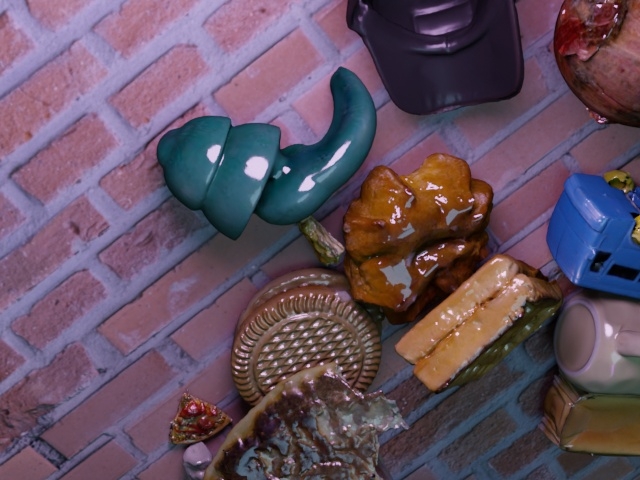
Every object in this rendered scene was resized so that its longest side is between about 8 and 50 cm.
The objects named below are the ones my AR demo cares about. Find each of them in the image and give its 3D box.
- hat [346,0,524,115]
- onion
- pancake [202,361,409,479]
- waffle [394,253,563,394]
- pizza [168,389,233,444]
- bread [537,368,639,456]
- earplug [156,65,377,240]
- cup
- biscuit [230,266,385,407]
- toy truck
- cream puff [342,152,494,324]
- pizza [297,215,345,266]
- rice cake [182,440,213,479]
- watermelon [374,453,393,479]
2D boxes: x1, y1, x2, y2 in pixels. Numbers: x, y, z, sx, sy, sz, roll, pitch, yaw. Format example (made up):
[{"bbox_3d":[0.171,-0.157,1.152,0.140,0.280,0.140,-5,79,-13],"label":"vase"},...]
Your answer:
[{"bbox_3d":[0.155,-0.338,1.328,0.238,0.209,0.336,-10,139,13],"label":"hat"},{"bbox_3d":[0.471,-0.299,1.319,0.353,0.354,0.354,-6,118,-12],"label":"onion"},{"bbox_3d":[-0.031,0.389,1.533,0.304,0.067,0.427,7,92,6],"label":"pancake"},{"bbox_3d":[0.250,0.125,1.510,0.224,0.098,0.327,-43,164,12],"label":"waffle"},{"bbox_3d":[-0.206,0.299,1.610,0.100,0.029,0.099,39,103,-28],"label":"pizza"},{"bbox_3d":[0.510,0.298,1.757,0.241,0.107,0.136,5,116,-18],"label":"bread"},{"bbox_3d":[-0.077,-0.121,1.357,0.280,0.164,0.257,13,106,-9],"label":"earplug"},{"bbox_3d":[0.515,0.185,1.615,0.202,0.255,0.173,8,109,-19],"label":"cup"},{"bbox_3d":[-0.018,0.165,1.563,0.259,0.079,0.259,-5,118,-11],"label":"biscuit"},{"bbox_3d":[0.547,0.008,1.593,0.384,0.161,0.162,12,122,-21],"label":"toy truck"},{"bbox_3d":[0.137,0.002,1.486,0.241,0.155,0.269,-1,110,-20],"label":"cream puff"},{"bbox_3d":[0.000,0.000,1.467,0.026,0.108,0.123,-40,118,-14],"label":"pizza"},{"bbox_3d":[-0.173,0.447,1.677,0.052,0.057,0.256,-32,125,-28],"label":"rice cake"},{"bbox_3d":[-0.044,0.411,1.623,0.305,0.180,0.224,-24,130,11],"label":"watermelon"}]
